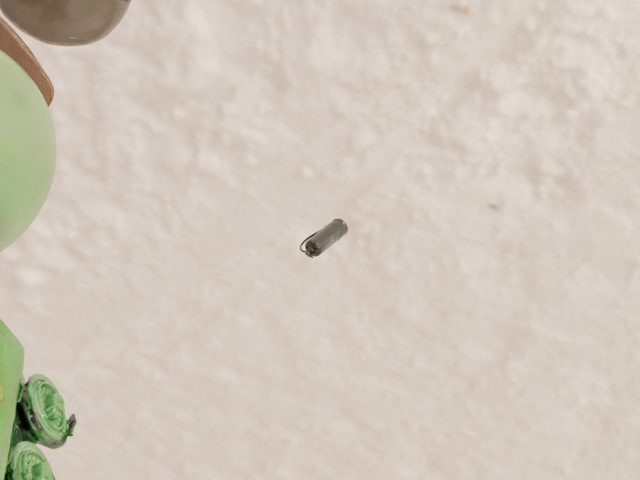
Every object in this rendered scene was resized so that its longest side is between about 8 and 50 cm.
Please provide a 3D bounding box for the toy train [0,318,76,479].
[{"bbox_3d":[-0.348,0.188,1.257,0.132,0.243,0.188,-24,125,11],"label":"toy train"}]

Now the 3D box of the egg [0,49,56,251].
[{"bbox_3d":[-0.350,-0.078,1.114,0.220,0.220,0.269,16,-167,7],"label":"egg"}]

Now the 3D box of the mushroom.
[{"bbox_3d":[-0.346,-0.313,1.612,0.188,0.117,0.141,36,180,13],"label":"mushroom"}]

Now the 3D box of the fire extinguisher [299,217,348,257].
[{"bbox_3d":[0.000,0.000,1.617,0.038,0.083,0.025,9,122,33],"label":"fire extinguisher"}]

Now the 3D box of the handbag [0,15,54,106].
[{"bbox_3d":[-0.391,-0.148,1.365,0.151,0.193,0.072,53,173,-37],"label":"handbag"}]
